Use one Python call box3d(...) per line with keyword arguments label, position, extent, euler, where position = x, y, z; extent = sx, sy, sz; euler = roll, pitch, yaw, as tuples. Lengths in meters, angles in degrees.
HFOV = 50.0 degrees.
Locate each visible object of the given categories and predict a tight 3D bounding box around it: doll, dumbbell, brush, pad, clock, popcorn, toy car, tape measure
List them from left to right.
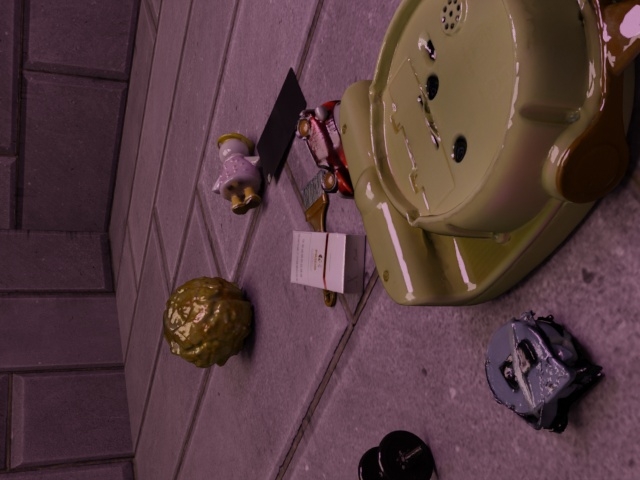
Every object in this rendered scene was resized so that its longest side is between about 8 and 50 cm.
box3d(label="popcorn", position=(-0.228, 0.170, 1.406), extent=(0.212, 0.198, 0.197), euler=(82, 172, -52))
box3d(label="doll", position=(-0.166, -0.143, 1.369), extent=(0.129, 0.081, 0.207), euler=(-30, 50, 20))
box3d(label="pad", position=(-0.075, -0.206, 1.250), extent=(0.193, 0.004, 0.116), euler=(-62, 36, 39))
box3d(label="brush", position=(0.000, 0.000, 1.075), extent=(0.082, 0.010, 0.218), euler=(137, 130, -58))
box3d(label="toy car", position=(0.050, -0.130, 0.879), extent=(0.112, 0.112, 0.139), euler=(-35, 66, 42))
box3d(label="dumbbell", position=(0.086, 0.262, 0.793), extent=(0.147, 0.069, 0.069), euler=(123, 141, -49))
box3d(label="clock", position=(0.144, -0.125, 0.629), extent=(0.348, 0.117, 0.286), euler=(124, 140, -50))
box3d(label="tape measure", position=(0.187, 0.113, 0.594), extent=(0.094, 0.054, 0.091), euler=(54, 130, 51))

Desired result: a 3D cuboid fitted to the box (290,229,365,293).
box3d(label="box", position=(0.008, 0.029, 1.005), extent=(0.154, 0.040, 0.083), euler=(5, 91, 59))
